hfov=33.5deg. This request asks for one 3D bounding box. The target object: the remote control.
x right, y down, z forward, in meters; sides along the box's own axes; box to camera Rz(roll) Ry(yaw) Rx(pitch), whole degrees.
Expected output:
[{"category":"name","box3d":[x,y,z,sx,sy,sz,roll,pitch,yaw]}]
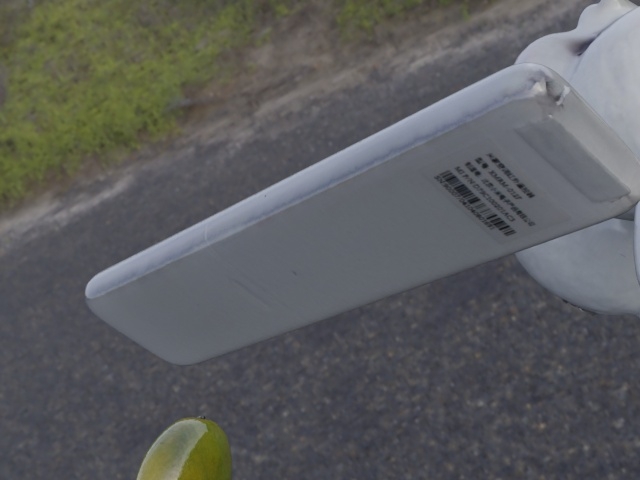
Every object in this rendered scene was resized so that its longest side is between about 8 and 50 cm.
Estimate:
[{"category":"remote control","box3d":[0.000,0.000,0.415,0.261,0.067,0.029,-23,39,43]}]

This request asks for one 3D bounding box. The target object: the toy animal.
[{"category":"toy animal","box3d":[0.174,-0.029,0.564,0.127,0.179,0.193,-20,-13,-10]}]

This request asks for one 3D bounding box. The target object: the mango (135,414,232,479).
[{"category":"mango","box3d":[-0.156,0.282,1.192,0.085,0.122,0.191,0,37,18]}]
